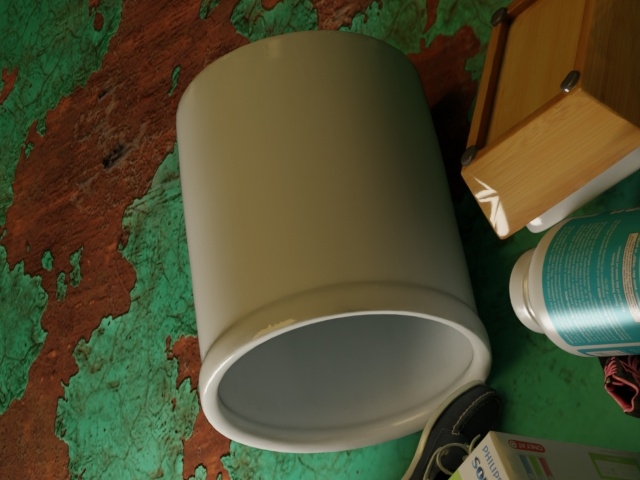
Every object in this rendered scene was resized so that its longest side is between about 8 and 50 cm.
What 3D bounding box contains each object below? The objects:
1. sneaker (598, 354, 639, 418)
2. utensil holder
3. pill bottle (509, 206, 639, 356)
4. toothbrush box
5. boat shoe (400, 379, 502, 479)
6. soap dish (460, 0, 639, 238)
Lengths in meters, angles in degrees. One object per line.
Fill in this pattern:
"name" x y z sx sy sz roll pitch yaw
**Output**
"sneaker" 0.308 0.140 2.019 0.047 0.057 0.119 -62 36 26
"utensil holder" 0.000 0.000 2.275 0.327 0.327 0.385 -43 46 41
"pill bottle" 0.307 0.041 1.968 0.264 0.146 0.146 -8 74 54
"toothbrush box" 0.191 0.334 2.000 0.283 0.206 0.122 -54 41 34
"boat shoe" 0.135 0.260 2.147 0.079 0.095 0.254 9 49 44
"soap dish" 0.259 -0.170 2.046 0.229 0.118 0.291 -37 29 45
